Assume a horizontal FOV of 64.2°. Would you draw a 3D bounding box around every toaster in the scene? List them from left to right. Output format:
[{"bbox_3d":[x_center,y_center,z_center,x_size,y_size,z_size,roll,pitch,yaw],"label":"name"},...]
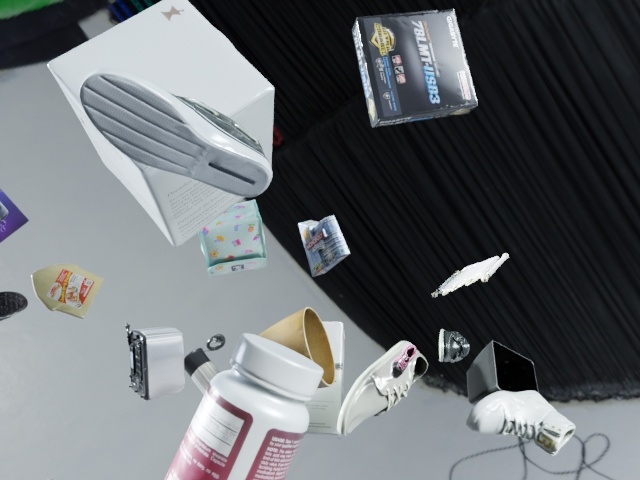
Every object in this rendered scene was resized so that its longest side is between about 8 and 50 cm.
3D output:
[{"bbox_3d":[-0.434,0.306,1.331,0.110,0.186,0.168,-3,-2,-33],"label":"toaster"}]

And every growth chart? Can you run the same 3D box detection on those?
[{"bbox_3d":[0.410,0.100,1.419,0.172,0.021,0.237,-34,0,-32],"label":"growth chart"}]

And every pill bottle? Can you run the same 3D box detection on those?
[{"bbox_3d":[-0.159,0.406,1.041,0.392,0.224,0.224,-65,17,-6],"label":"pill bottle"}]

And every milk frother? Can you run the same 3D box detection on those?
[{"bbox_3d":[-0.333,0.385,1.584,0.143,0.135,0.129,-52,-20,17],"label":"milk frother"}]

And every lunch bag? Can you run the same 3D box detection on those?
[{"bbox_3d":[-0.307,0.014,1.801,0.223,0.262,0.160,-11,37,-12],"label":"lunch bag"}]

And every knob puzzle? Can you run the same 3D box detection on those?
[{"bbox_3d":[-0.816,0.152,1.619,0.030,0.213,0.213,-49,5,36],"label":"knob puzzle"}]

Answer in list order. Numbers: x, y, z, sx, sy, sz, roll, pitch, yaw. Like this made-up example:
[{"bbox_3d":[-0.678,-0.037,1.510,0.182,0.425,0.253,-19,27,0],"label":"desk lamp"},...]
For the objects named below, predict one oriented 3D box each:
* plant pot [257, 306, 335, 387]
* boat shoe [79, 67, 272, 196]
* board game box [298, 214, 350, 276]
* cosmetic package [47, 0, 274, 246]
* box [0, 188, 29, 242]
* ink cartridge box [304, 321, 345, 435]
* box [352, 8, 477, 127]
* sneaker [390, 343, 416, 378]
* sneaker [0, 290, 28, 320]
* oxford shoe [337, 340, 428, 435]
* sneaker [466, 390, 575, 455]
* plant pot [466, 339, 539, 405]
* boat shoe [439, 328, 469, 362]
[{"bbox_3d":[-0.115,0.347,1.517,0.254,0.237,0.237,-19,17,13],"label":"plant pot"},{"bbox_3d":[-0.232,-0.180,0.852,0.121,0.335,0.119,-44,40,22],"label":"boat shoe"},{"bbox_3d":[0.000,0.000,1.767,0.060,0.194,0.194,-15,-16,-33],"label":"board game box"},{"bbox_3d":[-0.333,-0.259,1.187,0.327,0.329,0.394,-39,-13,-19],"label":"cosmetic package"},{"bbox_3d":[-0.909,-0.036,1.267,0.103,0.184,0.261,-3,39,42],"label":"box"},{"bbox_3d":[0.004,0.532,1.929,0.285,0.166,0.395,83,-170,-65],"label":"ink cartridge box"},{"bbox_3d":[0.258,-0.478,1.409,0.293,0.296,0.073,-10,-6,-9],"label":"box"},{"bbox_3d":[0.253,0.365,1.546,0.119,0.047,0.057,-54,-6,-13],"label":"sneaker"},{"bbox_3d":[-1.046,0.228,1.608,0.234,0.084,0.097,-18,-14,-19],"label":"sneaker"},{"bbox_3d":[0.215,0.483,1.675,0.130,0.169,0.449,27,37,30],"label":"oxford shoe"},{"bbox_3d":[0.534,0.479,1.324,0.292,0.108,0.169,0,22,-30],"label":"sneaker"},{"bbox_3d":[0.597,0.481,1.714,0.167,0.187,0.188,-48,20,41],"label":"plant pot"},{"bbox_3d":[0.539,0.426,2.041,0.113,0.127,0.340,2,-13,18],"label":"boat shoe"}]
